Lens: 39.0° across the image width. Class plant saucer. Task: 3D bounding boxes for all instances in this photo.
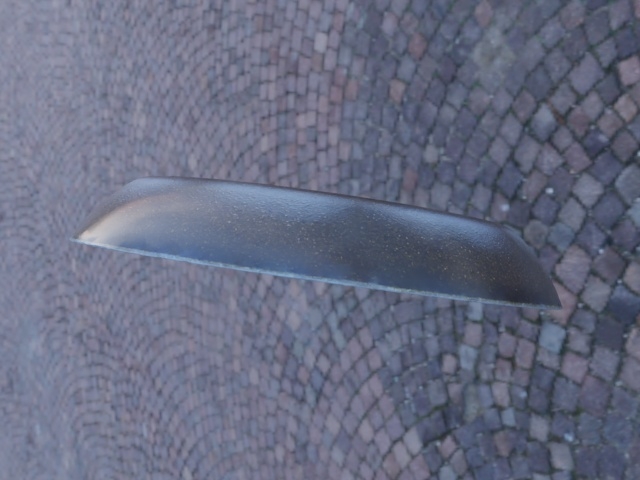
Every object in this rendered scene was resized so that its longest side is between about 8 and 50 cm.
[{"bbox_3d":[0.000,0.000,0.584,0.310,0.310,0.050,5,87,56],"label":"plant saucer"}]
